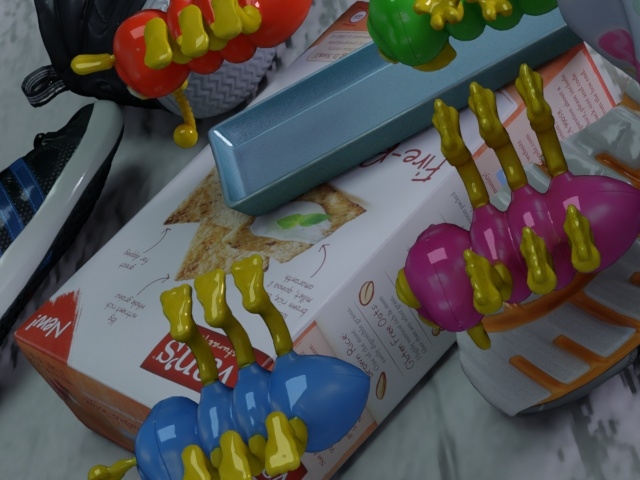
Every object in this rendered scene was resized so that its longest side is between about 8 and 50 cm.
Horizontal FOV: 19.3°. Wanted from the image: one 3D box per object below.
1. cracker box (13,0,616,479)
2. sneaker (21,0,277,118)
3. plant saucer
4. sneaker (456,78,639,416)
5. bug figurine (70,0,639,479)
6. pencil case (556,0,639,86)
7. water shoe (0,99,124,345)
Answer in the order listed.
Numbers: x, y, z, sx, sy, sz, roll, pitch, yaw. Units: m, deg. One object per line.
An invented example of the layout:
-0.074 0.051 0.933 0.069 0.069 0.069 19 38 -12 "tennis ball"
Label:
0.000 0.000 0.804 0.232 0.067 0.156 -47 34 -19 "cracker box"
-0.075 -0.174 1.067 0.153 0.101 0.268 -3 46 36 "sneaker"
0.043 -0.070 0.781 0.192 0.018 0.067 -29 33 7 "plant saucer"
0.135 -0.019 0.707 0.215 0.083 0.084 -51 56 5 "sneaker"
0.007 -0.028 0.696 0.216 0.072 0.279 -20 52 17 "bug figurine"
0.178 -0.029 0.553 0.113 0.124 0.273 -36 56 4 "pencil case"
-0.168 -0.009 0.933 0.203 0.080 0.073 -60 0 -35 "water shoe"
